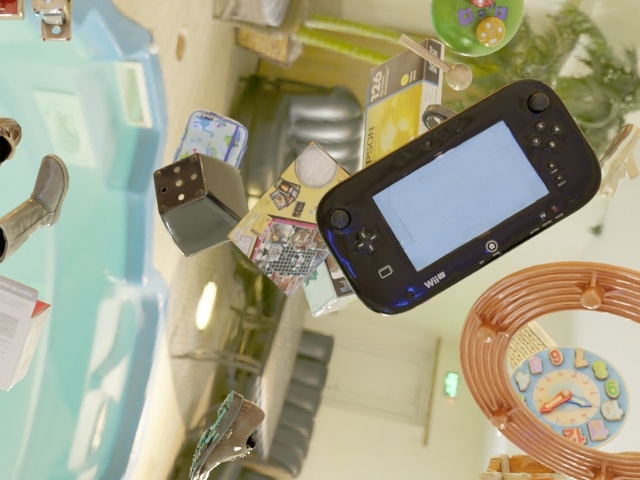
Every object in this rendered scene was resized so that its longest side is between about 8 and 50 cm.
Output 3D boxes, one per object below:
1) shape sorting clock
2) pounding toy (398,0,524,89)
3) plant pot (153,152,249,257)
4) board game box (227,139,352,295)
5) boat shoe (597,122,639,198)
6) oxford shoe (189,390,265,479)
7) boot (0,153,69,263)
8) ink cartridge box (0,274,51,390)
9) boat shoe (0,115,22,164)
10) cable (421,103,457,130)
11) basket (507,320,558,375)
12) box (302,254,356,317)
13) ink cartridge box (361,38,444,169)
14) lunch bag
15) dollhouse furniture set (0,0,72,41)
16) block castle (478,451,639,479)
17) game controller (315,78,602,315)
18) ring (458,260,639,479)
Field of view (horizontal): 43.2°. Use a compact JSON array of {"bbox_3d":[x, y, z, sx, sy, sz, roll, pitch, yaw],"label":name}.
[{"bbox_3d":[0.421,0.268,1.383,0.040,0.206,0.206,69,30,-51],"label":"shape sorting clock"},{"bbox_3d":[0.291,-0.415,1.540,0.237,0.183,0.110,-50,-164,14],"label":"pounding toy"},{"bbox_3d":[-0.291,-0.098,1.905,0.167,0.188,0.187,49,23,-58],"label":"plant pot"},{"bbox_3d":[-0.034,-0.040,1.502,0.243,0.165,0.042,-47,171,9],"label":"board game box"},{"bbox_3d":[0.550,-0.140,1.473,0.068,0.072,0.190,-53,167,-23],"label":"boat shoe"},{"bbox_3d":[-0.175,0.386,1.506,0.227,0.096,0.083,-55,-165,31],"label":"oxford shoe"},{"bbox_3d":[-0.613,-0.068,1.676,0.208,0.076,0.189,-44,150,-61],"label":"boot"},{"bbox_3d":[-0.838,0.173,1.960,0.130,0.309,0.271,-78,-169,-79],"label":"ink cartridge box"},{"bbox_3d":[-0.638,-0.176,1.578,0.257,0.095,0.095,-71,163,-62],"label":"boat shoe"},{"bbox_3d":[0.328,-0.175,1.544,0.072,0.287,0.139,-53,165,-22],"label":"cable"},{"bbox_3d":[0.440,0.257,1.648,0.113,0.103,0.167,58,2,-28],"label":"basket"},{"bbox_3d":[0.000,0.000,1.703,0.169,0.087,0.290,131,-58,-64],"label":"box"},{"bbox_3d":[0.169,-0.289,1.931,0.307,0.072,0.303,-16,-115,54],"label":"ink cartridge box"},{"bbox_3d":[-0.299,-0.236,2.182,0.090,0.176,0.219,-128,-119,-74],"label":"lunch bag"},{"bbox_3d":[-0.633,-0.512,1.721,0.129,0.184,0.129,116,-30,-71],"label":"dollhouse furniture set"},{"bbox_3d":[0.585,0.601,1.796,0.303,0.453,0.212,13,72,-73],"label":"block castle"},{"bbox_3d":[0.158,-0.050,0.924,0.166,0.319,0.067,59,-2,14],"label":"game controller"},{"bbox_3d":[0.311,0.169,0.900,0.032,0.337,0.336,-50,155,-43],"label":"ring"}]
